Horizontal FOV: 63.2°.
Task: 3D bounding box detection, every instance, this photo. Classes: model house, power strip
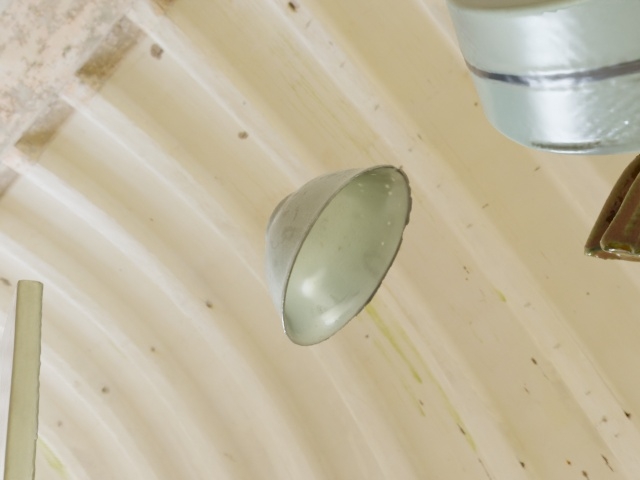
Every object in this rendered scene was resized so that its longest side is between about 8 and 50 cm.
[{"bbox_3d":[0.498,-0.067,0.693,0.173,0.239,0.268,26,-80,22],"label":"model house"},{"bbox_3d":[0.309,-0.242,0.504,0.357,0.161,0.357,-22,-145,16],"label":"power strip"}]

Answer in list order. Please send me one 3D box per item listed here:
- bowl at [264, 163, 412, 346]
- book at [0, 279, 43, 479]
[{"bbox_3d":[0.000,0.000,0.839,0.146,0.313,0.313,31,-100,31],"label":"bowl"},{"bbox_3d":[-0.236,0.196,0.368,0.295,0.020,0.208,-51,-136,36],"label":"book"}]
